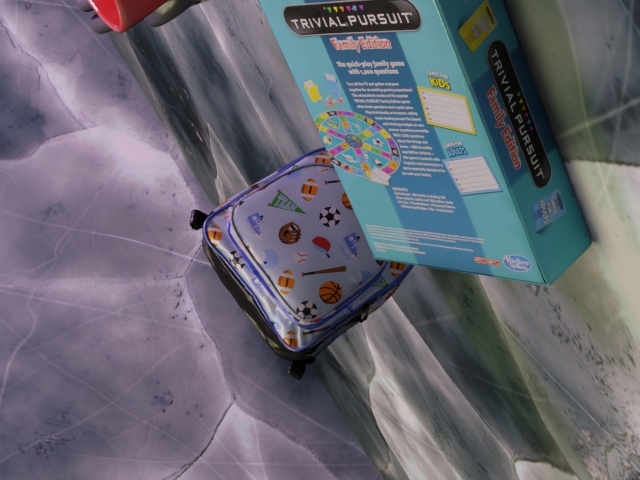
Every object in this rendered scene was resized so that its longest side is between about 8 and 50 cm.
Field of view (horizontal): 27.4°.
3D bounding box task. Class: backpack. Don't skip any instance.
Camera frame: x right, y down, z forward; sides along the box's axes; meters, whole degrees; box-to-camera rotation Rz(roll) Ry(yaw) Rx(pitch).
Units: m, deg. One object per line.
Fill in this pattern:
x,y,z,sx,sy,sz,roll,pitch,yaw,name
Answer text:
0.000,0.000,1.770,0.276,0.263,0.213,55,163,3,backpack

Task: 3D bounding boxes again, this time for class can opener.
-0.256,-0.331,1.816,0.283,0.095,0.076,-5,122,48,can opener

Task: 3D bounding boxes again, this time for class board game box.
0.099,-0.125,1.293,0.254,0.079,0.336,8,131,50,board game box

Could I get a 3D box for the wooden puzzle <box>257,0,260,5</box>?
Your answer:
-0.093,-0.369,1.846,0.078,0.014,0.116,161,84,-83,wooden puzzle

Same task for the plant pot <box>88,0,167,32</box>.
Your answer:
-0.210,-0.429,1.620,0.275,0.243,0.275,55,167,19,plant pot
